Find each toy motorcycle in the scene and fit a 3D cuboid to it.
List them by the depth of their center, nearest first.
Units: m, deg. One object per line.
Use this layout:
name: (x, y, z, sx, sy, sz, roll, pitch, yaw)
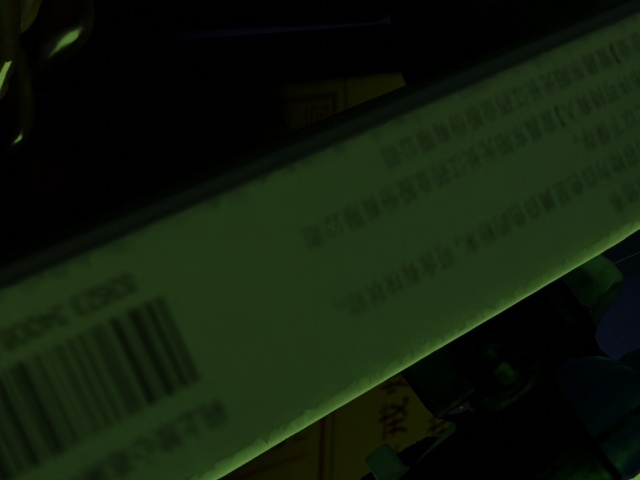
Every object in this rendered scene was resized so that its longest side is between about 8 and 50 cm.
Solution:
toy motorcycle: (0.001, 0.145, 0.558, 0.331, 0.125, 0.196, -40, 165, 17)

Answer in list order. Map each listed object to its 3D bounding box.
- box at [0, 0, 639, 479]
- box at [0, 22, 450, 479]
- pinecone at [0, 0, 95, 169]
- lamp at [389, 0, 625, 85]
box: (-0.051, 0.023, 0.459, 0.343, 0.065, 0.200, -26, -175, -41)
box: (-0.076, 0.050, 0.682, 0.115, 0.264, 0.415, 17, -159, 41)
pinecone: (-0.144, -0.061, 0.308, 0.185, 0.169, 0.212, -41, 177, 14)
lamp: (0.147, -0.121, 0.681, 0.182, 0.182, 0.314, -32, -174, 36)
